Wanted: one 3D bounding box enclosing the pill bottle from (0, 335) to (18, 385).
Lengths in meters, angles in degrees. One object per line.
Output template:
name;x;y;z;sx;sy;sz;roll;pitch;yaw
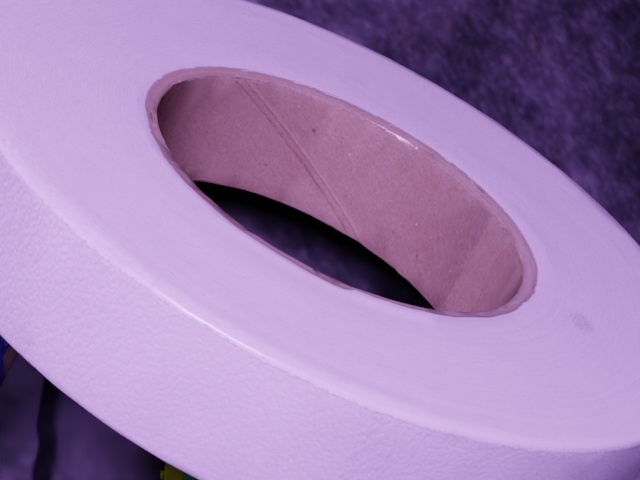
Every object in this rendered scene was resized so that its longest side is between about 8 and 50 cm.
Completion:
pill bottle;-0.216;0.087;0.860;0.112;0.112;0.187;35;55;-16

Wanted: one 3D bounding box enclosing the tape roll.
tape roll;0.000;0.000;0.943;0.392;0.072;0.392;23;25;-12

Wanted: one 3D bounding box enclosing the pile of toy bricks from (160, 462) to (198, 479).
pile of toy bricks;-0.038;0.132;0.976;0.105;0.118;0.212;2;74;-2
